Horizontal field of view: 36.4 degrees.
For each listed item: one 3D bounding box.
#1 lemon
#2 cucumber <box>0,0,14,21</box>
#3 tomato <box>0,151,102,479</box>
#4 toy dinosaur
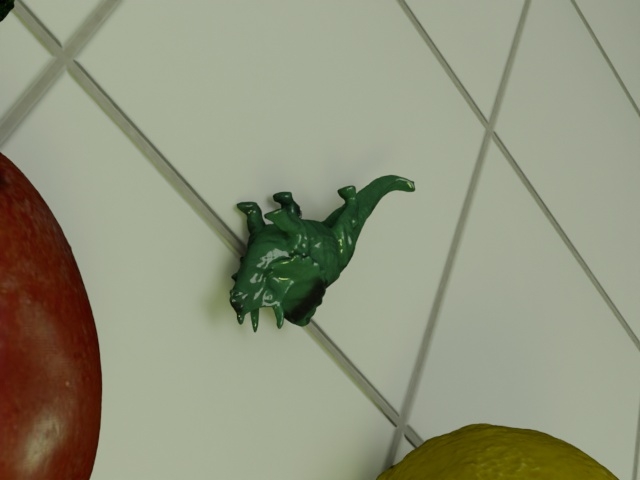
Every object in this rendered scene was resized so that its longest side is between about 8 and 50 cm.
[{"bbox_3d":[0.165,0.286,0.854,0.245,0.320,0.245,-4,104,-16],"label":"lemon"},{"bbox_3d":[-0.264,-0.141,0.595,0.077,0.077,0.265,58,18,-18],"label":"cucumber"},{"bbox_3d":[-0.241,0.063,0.541,0.338,0.144,0.338,24,56,-42],"label":"tomato"},{"bbox_3d":[-0.008,-0.014,0.918,0.120,0.079,0.292,61,41,-23],"label":"toy dinosaur"}]
